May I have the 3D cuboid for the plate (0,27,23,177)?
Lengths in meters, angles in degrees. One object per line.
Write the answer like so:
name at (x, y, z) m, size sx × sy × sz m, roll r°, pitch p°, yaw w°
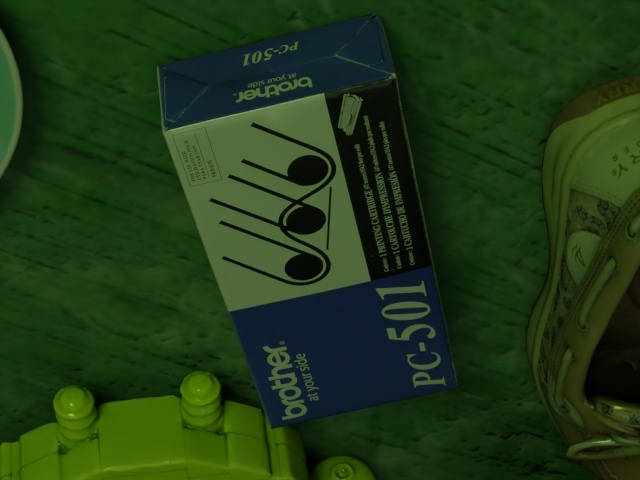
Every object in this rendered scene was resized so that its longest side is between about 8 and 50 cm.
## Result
plate at (-0.213, -0.061, 0.608) m, size 0.188 × 0.024 × 0.188 m, roll -6°, pitch 137°, yaw -6°

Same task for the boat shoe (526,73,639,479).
boat shoe at (0.157, 0.050, 0.752) m, size 0.105 × 0.089 × 0.285 m, roll -15°, pitch 137°, yaw 3°

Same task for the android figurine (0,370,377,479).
android figurine at (-0.090, 0.167, 0.844) m, size 0.248 × 0.056 × 0.273 m, roll -7°, pitch 137°, yaw -5°

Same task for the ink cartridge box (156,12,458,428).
ink cartridge box at (0.000, 0.000, 0.699) m, size 0.097 × 0.046 × 0.207 m, roll -13°, pitch 136°, yaw 3°
